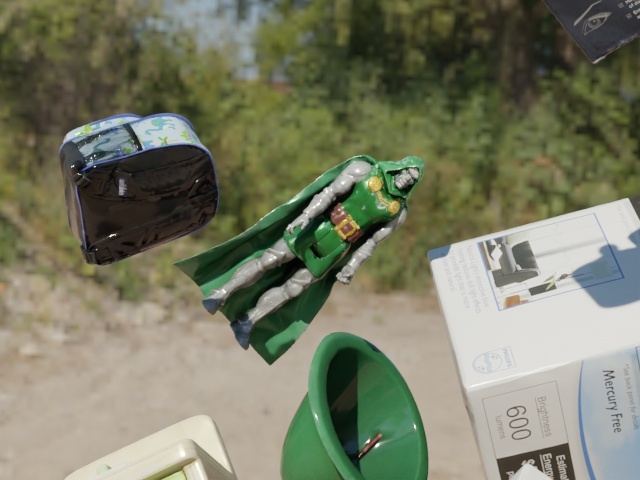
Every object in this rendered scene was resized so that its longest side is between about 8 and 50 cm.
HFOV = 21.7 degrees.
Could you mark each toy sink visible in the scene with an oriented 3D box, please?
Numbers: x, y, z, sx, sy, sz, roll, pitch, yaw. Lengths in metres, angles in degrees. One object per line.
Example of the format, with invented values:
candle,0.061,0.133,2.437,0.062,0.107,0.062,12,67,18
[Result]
toy sink,-0.136,0.252,1.351,0.153,0.234,0.131,-25,-28,4

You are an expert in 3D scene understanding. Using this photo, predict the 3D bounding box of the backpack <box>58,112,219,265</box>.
backpack,-0.143,-0.049,1.300,0.114,0.105,0.084,-17,42,-16

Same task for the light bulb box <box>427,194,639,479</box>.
light bulb box,0.322,0.158,1.576,0.361,0.358,0.225,-15,34,3

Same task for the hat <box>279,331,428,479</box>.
hat,-0.020,0.210,1.549,0.183,0.173,0.208,-29,30,29

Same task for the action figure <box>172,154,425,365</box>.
action figure,0.000,0.000,1.496,0.137,0.232,0.063,47,8,-25

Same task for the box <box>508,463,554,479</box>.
box,0.152,0.262,1.211,0.130,0.091,0.170,32,-40,-2

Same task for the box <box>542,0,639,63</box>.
box,0.296,-0.291,1.682,0.156,0.158,0.093,-29,26,31
